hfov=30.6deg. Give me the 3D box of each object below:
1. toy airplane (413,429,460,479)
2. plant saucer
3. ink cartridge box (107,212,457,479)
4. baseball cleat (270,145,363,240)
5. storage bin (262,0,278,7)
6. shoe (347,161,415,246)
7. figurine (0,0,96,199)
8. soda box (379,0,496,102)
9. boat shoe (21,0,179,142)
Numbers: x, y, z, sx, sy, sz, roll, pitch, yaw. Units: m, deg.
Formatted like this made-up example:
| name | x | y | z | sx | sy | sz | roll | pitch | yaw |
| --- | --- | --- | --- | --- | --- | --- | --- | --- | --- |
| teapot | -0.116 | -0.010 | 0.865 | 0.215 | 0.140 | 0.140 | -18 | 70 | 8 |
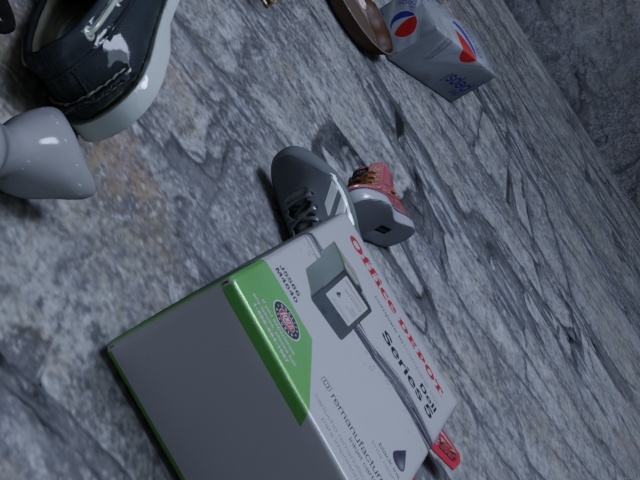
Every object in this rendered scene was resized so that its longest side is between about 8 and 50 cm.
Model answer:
| name | x | y | z | sx | sy | sz | roll | pitch | yaw |
| --- | --- | --- | --- | --- | --- | --- | --- | --- | --- |
| toy airplane | 0.087 | 0.183 | 1.144 | 0.151 | 0.028 | 0.151 | 47 | 25 | -29 |
| plant saucer | 0.053 | -0.346 | 1.760 | 0.168 | 0.029 | 0.168 | 49 | 24 | -31 |
| ink cartridge box | -0.014 | 0.105 | 0.892 | 0.198 | 0.115 | 0.273 | 60 | 21 | -1 |
| baseball cleat | 0.000 | 0.000 | 1.127 | 0.205 | 0.072 | 0.109 | 60 | 27 | 8 |
| storage bin | -0.022 | -0.464 | 1.414 | 0.260 | 0.262 | 0.123 | 54 | 24 | -17 |
| shoe | 0.051 | -0.050 | 1.326 | 0.178 | 0.064 | 0.081 | 26 | 38 | -65 |
| figurine | -0.231 | -0.108 | 0.724 | 0.214 | 0.092 | 0.209 | 63 | 17 | 4 |
| soda box | 0.193 | -0.323 | 1.956 | 0.286 | 0.098 | 0.091 | 18 | 47 | -62 |
| boat shoe | -0.171 | -0.210 | 0.947 | 0.091 | 0.114 | 0.302 | 51 | 21 | -38 |
